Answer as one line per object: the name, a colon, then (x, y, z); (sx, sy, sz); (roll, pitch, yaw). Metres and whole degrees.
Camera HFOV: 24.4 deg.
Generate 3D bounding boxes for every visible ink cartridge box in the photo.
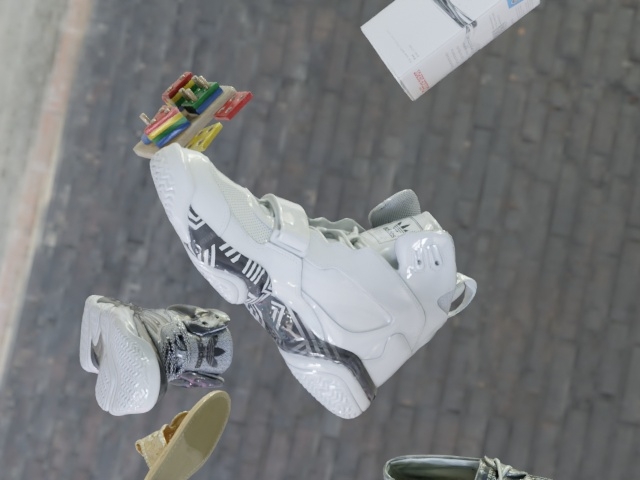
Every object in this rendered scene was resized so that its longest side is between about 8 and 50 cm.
ink cartridge box: (0.152, -0.257, 1.688); (0.190, 0.082, 0.139); (-36, 170, 6)

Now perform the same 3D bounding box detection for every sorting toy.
sorting toy: (-0.187, -0.168, 1.950); (0.132, 0.046, 0.274); (-46, -158, -12)

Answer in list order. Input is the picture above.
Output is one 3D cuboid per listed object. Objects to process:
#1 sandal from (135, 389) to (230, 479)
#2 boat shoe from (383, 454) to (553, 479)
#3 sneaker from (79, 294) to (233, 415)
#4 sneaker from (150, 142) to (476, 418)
sandal: (-0.201, 0.271, 1.821); (0.240, 0.079, 0.088); (-60, 149, -34)
boat shoe: (0.235, 0.364, 2.063); (0.119, 0.335, 0.121); (66, 34, -36)
sneaker: (-0.158, 0.115, 1.529); (0.268, 0.153, 0.101); (-152, -112, -70)
sneaker: (0.000, 0.000, 1.480); (0.366, 0.210, 0.137); (51, 3, -29)
